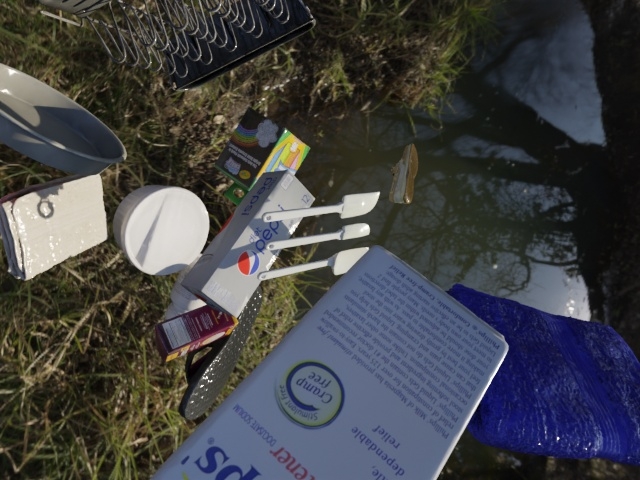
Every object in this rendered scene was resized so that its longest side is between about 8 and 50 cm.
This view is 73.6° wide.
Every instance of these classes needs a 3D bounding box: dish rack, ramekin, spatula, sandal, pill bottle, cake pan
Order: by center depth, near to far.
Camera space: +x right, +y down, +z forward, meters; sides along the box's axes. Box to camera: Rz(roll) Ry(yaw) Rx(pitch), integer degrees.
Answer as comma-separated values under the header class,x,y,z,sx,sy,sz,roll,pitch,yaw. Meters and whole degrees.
class,x,y,z,sx,sy,sz,roll,pitch,yaw
dish rack,-0.132,-0.242,0.452,0.208,0.271,0.074,-21,100,15
spatula,0.000,0.000,0.778,0.241,0.019,0.168,-11,127,-31
cake pan,-0.510,-0.220,0.790,0.293,0.293,0.054,33,103,-33
ramekin,-0.481,-0.042,1.274,0.272,0.127,0.273,-29,130,-41
sandal,-0.309,0.319,1.293,0.168,0.106,0.446,83,24,-47
pill bottle,-0.426,0.168,1.433,0.131,0.131,0.229,23,97,-34

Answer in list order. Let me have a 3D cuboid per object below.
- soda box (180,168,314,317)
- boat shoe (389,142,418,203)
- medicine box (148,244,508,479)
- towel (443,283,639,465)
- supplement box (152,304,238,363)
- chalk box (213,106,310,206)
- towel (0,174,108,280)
class,x,y,z,sx,sy,sz,roll,pitch,yaw
soda box,-0.135,-0.002,0.825,0.091,0.098,0.286,46,66,-32
boat shoe,0.164,-0.135,0.857,0.050,0.045,0.136,45,52,-46
medicine box,-0.001,0.198,0.406,0.289,0.149,0.264,-44,162,-31
towel,0.306,0.168,0.565,0.308,0.228,0.076,13,124,-15
supplement box,-0.320,0.228,1.095,0.188,0.104,0.081,-20,73,-33
chalk box,-0.206,-0.246,1.408,0.289,0.180,0.179,-57,153,6
towel,-0.610,-0.043,0.999,0.282,0.049,0.187,-54,150,-66
